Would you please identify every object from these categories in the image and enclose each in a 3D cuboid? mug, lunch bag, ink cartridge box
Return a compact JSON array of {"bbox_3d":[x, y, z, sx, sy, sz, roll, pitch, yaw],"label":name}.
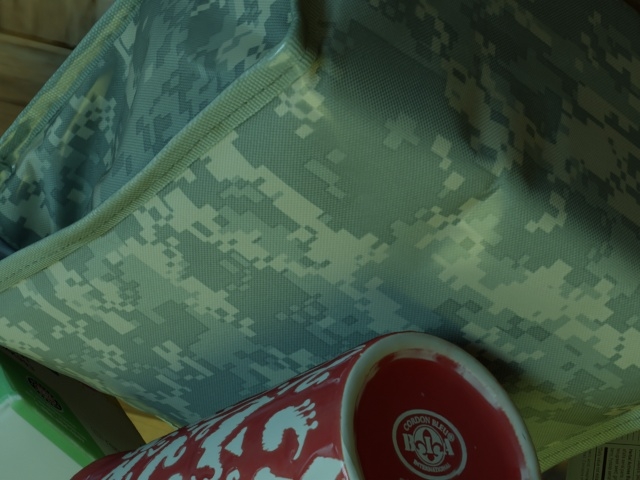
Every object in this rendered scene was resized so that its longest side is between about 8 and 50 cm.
[{"bbox_3d":[-0.001,0.097,0.589,0.169,0.150,0.113,-33,89,43],"label":"mug"},{"bbox_3d":[0.000,0.000,0.658,0.235,0.169,0.287,32,137,-25],"label":"lunch bag"},{"bbox_3d":[-0.166,0.090,0.804,0.154,0.093,0.212,48,177,-38],"label":"ink cartridge box"}]

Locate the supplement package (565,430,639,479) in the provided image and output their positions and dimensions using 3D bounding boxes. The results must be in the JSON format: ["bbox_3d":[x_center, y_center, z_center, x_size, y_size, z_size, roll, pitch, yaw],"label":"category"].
[{"bbox_3d":[0.235,0.157,0.816,0.203,0.149,0.194,2,144,17],"label":"supplement package"}]
